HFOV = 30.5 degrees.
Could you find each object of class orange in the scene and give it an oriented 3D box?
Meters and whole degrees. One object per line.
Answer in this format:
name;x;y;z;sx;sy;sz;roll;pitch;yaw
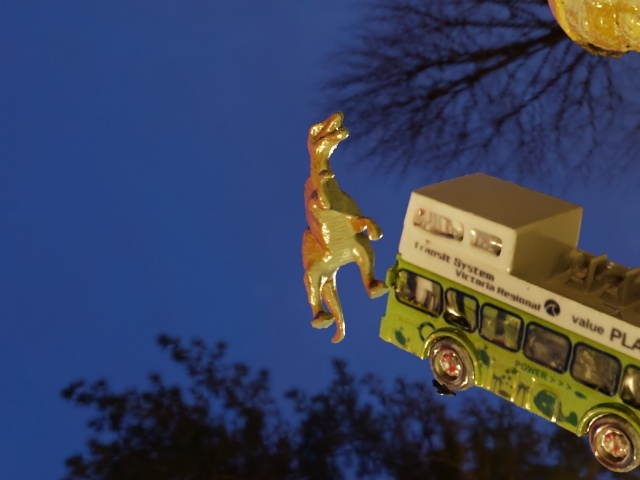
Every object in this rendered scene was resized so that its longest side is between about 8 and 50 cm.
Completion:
orange;0.240;-0.205;0.855;0.156;0.157;0.134;-58;-47;-44

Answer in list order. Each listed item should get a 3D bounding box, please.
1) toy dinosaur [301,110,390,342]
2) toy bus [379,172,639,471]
toy dinosaur;0.000;-0.001;1.009;0.057;0.212;0.142;-13;-111;-24
toy bus;0.185;0.061;0.816;0.113;0.302;0.139;-17;-59;-44
